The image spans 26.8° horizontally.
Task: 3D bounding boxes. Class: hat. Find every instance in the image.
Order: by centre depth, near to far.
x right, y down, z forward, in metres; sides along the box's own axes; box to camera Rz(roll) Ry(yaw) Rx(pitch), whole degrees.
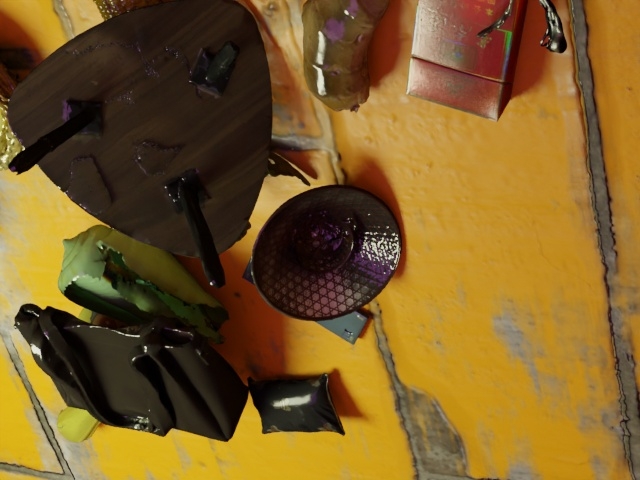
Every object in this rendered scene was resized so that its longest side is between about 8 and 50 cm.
[{"bbox_3d":[0.000,0.000,1.678,0.193,0.082,0.193,-7,122,-11],"label":"hat"}]

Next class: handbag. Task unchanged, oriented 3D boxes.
[{"bbox_3d":[-0.261,0.173,1.841,0.285,0.113,0.257,9,151,19],"label":"handbag"}]

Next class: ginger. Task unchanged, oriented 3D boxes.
[{"bbox_3d":[0.025,-0.223,1.494,0.095,0.069,0.190,4,128,0],"label":"ginger"}]

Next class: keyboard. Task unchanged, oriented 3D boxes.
[{"bbox_3d":[-0.020,0.074,1.784,0.176,0.014,0.055,31,133,6],"label":"keyboard"}]

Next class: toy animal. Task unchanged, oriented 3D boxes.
[{"bbox_3d":[-0.143,-0.077,1.692,0.155,0.219,0.095,60,162,29],"label":"toy animal"}]

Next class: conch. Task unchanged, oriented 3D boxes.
[{"bbox_3d":[-0.236,0.064,1.816,0.250,0.137,0.143,33,133,2],"label":"conch"}]

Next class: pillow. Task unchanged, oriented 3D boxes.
[{"bbox_3d":[-0.038,0.232,1.892,0.150,0.048,0.090,-5,124,36],"label":"pillow"}]

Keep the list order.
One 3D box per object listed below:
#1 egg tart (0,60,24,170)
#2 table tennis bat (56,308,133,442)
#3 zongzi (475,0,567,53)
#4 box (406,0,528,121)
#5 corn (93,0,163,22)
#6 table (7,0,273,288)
[{"bbox_3d":[-0.465,-0.184,1.791,0.212,0.090,0.213,16,129,21],"label":"egg tart"},{"bbox_3d":[-0.300,0.205,2.022,0.224,0.054,0.368,43,130,-5],"label":"table tennis bat"},{"bbox_3d":[0.173,-0.403,1.188,0.418,0.181,0.447,-35,96,35],"label":"zongzi"},{"bbox_3d":[0.156,-0.222,1.431,0.112,0.048,0.175,18,131,17],"label":"box"},{"bbox_3d":[-0.240,-0.309,1.575,0.080,0.080,0.238,-11,120,36],"label":"corn"},{"bbox_3d":[-0.168,-0.090,1.477,0.317,0.249,0.317,-2,105,-6],"label":"table"}]
